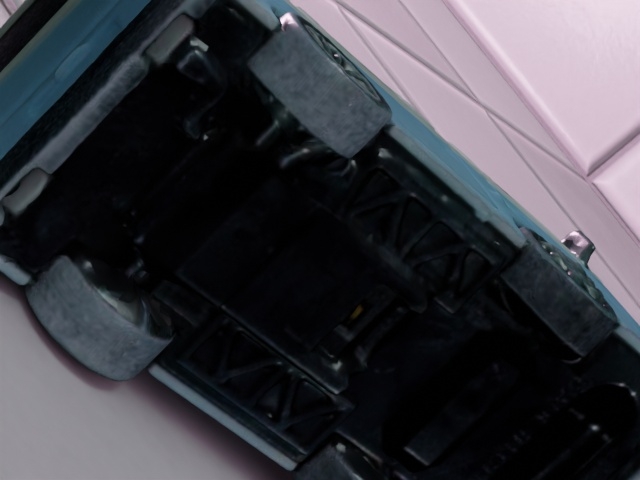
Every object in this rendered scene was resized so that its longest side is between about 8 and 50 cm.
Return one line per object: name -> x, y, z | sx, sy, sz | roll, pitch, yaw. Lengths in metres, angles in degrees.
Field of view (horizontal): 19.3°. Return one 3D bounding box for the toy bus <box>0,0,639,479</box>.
toy bus -> 0.000, 0.000, 0.697 | 0.271, 0.133, 0.165 | 39, 12, -31
